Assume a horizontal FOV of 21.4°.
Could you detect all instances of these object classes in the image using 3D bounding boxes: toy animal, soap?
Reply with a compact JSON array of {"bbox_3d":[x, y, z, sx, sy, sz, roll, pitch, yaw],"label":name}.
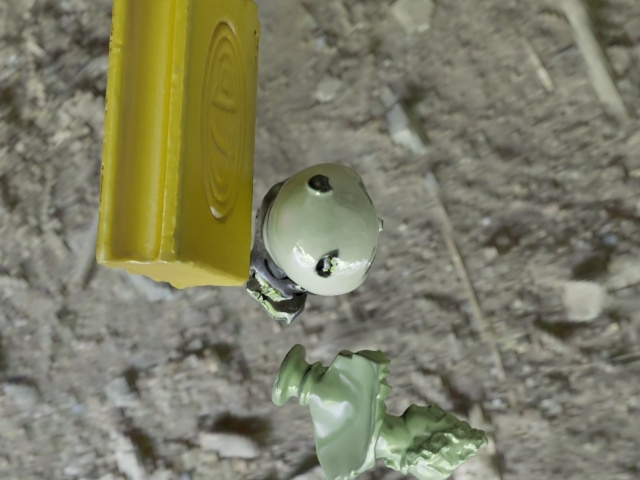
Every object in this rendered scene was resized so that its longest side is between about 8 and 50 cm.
[{"bbox_3d":[0.000,0.000,1.858,0.138,0.179,0.166,-7,85,-24],"label":"toy animal"},{"bbox_3d":[-0.140,-0.120,1.754,0.096,0.204,0.324,-1,82,20],"label":"soap"}]

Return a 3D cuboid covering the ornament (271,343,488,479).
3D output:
[{"bbox_3d":[0.022,0.079,0.760,0.092,0.068,0.041,46,34,1],"label":"ornament"}]
